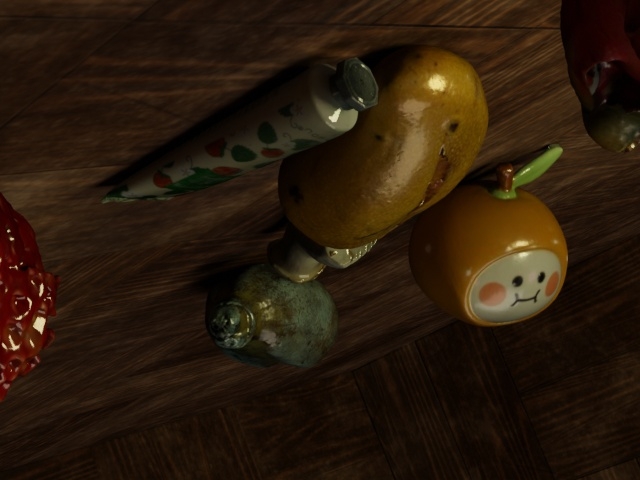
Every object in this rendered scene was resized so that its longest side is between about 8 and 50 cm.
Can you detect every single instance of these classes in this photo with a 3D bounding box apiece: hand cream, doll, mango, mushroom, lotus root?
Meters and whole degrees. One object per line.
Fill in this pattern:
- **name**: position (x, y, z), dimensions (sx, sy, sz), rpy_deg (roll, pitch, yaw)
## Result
- **hand cream**: position (-0.068, -0.081, 1.194), dimensions (0.276, 0.059, 0.095), rpy_deg (-24, 169, 37)
- **doll**: position (0.228, -0.012, 1.875), dimensions (0.213, 0.213, 0.236), rpy_deg (-13, 123, -40)
- **mango**: position (0.062, -0.077, 1.284), dimensions (0.177, 0.120, 0.295), rpy_deg (-19, 170, -27)
- **mushroom**: position (-0.002, -0.004, 1.634), dimensions (0.081, 0.092, 0.223), rpy_deg (-15, 177, -24)
- **lotus root**: position (-0.076, 0.095, 1.886), dimensions (0.158, 0.140, 0.322), rpy_deg (1, 170, 18)

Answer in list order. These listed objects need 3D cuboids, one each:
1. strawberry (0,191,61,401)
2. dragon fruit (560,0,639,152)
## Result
- **strawberry**: position (-0.280, 0.010, 0.922), dimensions (0.205, 0.205, 0.244), rpy_deg (-18, 149, -22)
- **dragon fruit**: position (0.261, -0.166, 0.891), dimensions (0.243, 0.227, 0.307), rpy_deg (3, 149, 28)
